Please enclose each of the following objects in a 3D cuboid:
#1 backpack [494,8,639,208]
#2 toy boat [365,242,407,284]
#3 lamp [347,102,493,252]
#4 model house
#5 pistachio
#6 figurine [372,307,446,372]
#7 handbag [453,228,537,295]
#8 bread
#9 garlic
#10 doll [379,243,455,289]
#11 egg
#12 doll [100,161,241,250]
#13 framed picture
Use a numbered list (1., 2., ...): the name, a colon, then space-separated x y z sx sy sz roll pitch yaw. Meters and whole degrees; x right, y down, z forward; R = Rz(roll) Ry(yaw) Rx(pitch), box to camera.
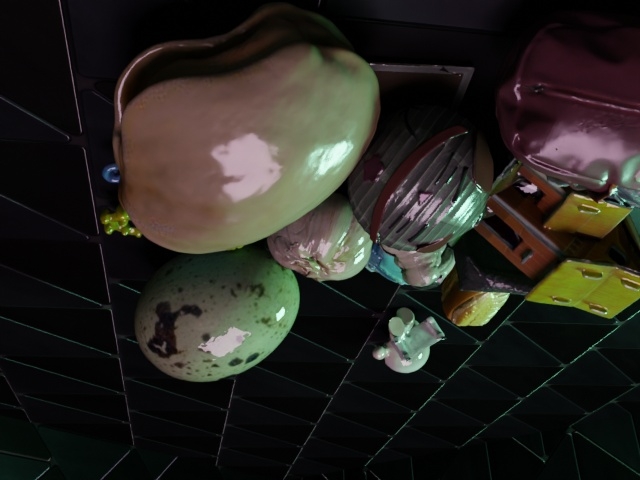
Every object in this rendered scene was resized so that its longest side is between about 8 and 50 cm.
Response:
1. backpack: 0.406 -0.197 1.104 0.317 0.283 0.197 9 -170 -6
2. toy boat: 0.152 0.040 1.687 0.102 0.088 0.215 18 173 46
3. lamp: 0.164 -0.097 1.226 0.233 0.233 0.265 13 126 -26
4. model house: 0.474 -0.054 1.334 0.323 0.340 0.300 43 149 10
5. pistachio: -0.125 -0.153 1.125 0.445 0.281 0.365 -36 138 21
6. figurine: 0.247 0.285 2.079 0.144 0.182 0.257 37 164 16
7. handbag: 0.352 0.018 1.496 0.175 0.270 0.089 5 126 2
8. bread: 0.352 0.115 1.761 0.106 0.140 0.236 -1 151 -10
9. garlic: -0.003 -0.002 1.497 0.228 0.152 0.228 4 150 2
10. doll: 0.185 0.012 1.546 0.149 0.095 0.192 -27 99 25
11. egg: -0.220 0.150 1.627 0.379 0.287 0.287 -20 148 13
12. doll: -0.245 -0.071 1.400 0.341 0.099 0.346 20 138 -29
13. framed picture: 0.120 -0.208 1.283 0.216 0.016 0.273 2 151 -7
